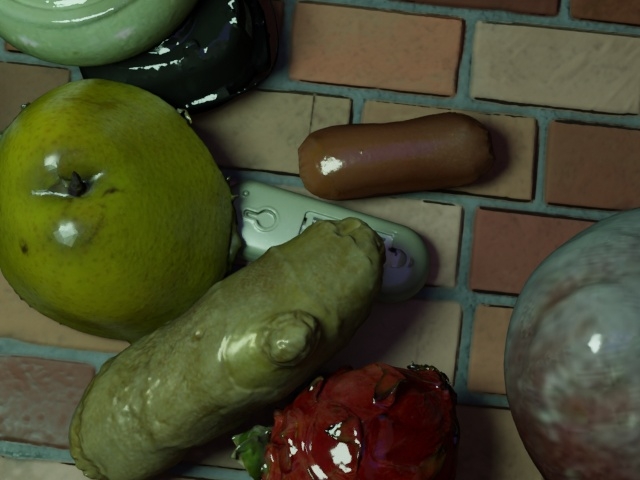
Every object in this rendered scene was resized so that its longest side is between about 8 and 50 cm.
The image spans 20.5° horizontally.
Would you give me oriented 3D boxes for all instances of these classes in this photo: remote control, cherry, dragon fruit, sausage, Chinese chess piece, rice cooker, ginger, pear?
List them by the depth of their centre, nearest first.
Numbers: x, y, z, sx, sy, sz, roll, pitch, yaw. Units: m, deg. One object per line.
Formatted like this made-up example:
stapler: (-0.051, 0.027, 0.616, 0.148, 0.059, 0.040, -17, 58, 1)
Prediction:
cherry: (0.315, 0.107, 1.561, 0.335, 0.291, 0.326, 49, 58, -29)
dragon fruit: (0.034, 0.196, 1.611, 0.209, 0.172, 0.172, -23, 75, 3)
ginger: (-0.084, 0.107, 1.636, 0.354, 0.190, 0.126, -37, 109, 10)
pear: (-0.217, -0.018, 1.641, 0.267, 0.178, 0.267, 1, 98, 9)
Chinese chess piece: (-0.223, -0.289, 1.679, 0.250, 0.101, 0.250, -3, 73, 10)
remote control: (0.000, 0.000, 1.733, 0.221, 0.042, 0.078, 17, 75, 5)
sausage: (0.074, -0.082, 1.743, 0.194, 0.077, 0.077, -7, 74, -2)
rice cooker: (-0.143, -0.197, 1.750, 0.203, 0.118, 0.142, -13, 70, 7)
